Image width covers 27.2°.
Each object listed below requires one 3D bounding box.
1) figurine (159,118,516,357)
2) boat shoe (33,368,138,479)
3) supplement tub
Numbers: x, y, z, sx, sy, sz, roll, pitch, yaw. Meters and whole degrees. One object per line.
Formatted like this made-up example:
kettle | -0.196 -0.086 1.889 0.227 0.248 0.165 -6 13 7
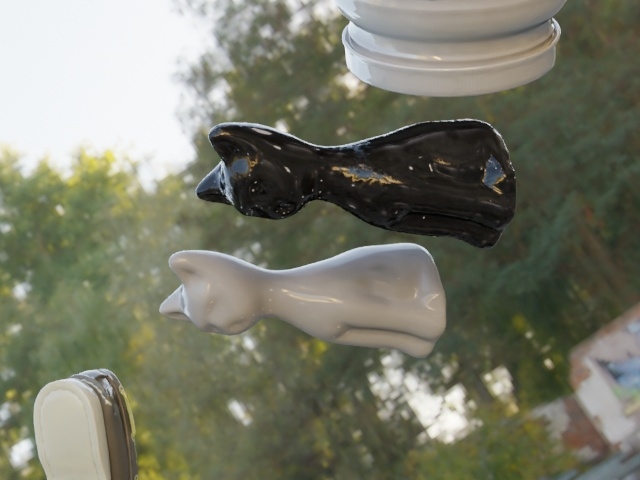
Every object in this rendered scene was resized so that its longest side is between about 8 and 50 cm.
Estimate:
figurine | 0.000 0.000 0.939 0.210 0.092 0.215 4 -42 -19
boat shoe | -0.248 0.293 1.458 0.109 0.304 0.091 2 10 24
supplement tub | 0.097 -0.264 0.989 0.191 0.191 0.272 -24 -56 -33
